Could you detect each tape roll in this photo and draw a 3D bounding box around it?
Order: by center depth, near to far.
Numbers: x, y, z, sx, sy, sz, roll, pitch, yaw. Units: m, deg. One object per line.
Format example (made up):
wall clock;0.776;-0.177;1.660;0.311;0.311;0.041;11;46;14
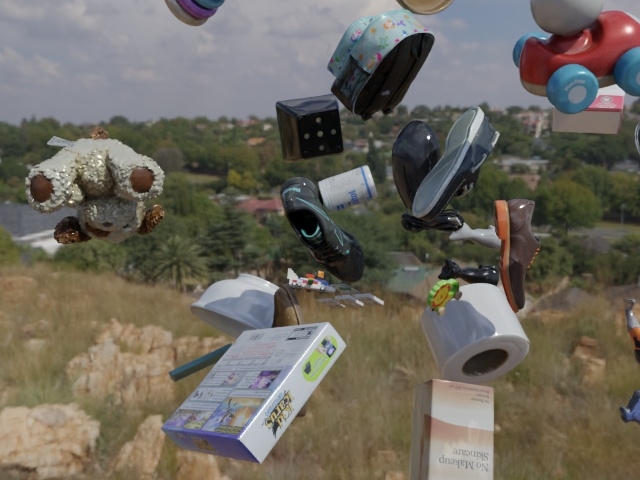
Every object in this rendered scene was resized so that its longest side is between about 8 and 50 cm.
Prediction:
tape roll;0.406;0.254;1.701;0.245;0.246;0.169;-4;48;-14

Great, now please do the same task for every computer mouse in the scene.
computer mouse;0.229;-0.143;1.504;0.072;0.273;0.188;-20;14;-39

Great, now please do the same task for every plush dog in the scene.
plush dog;-0.451;-0.094;1.332;0.262;0.226;0.211;-8;37;-11

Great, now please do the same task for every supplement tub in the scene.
supplement tub;0.056;-0.104;1.295;0.107;0.071;0.071;-19;10;6

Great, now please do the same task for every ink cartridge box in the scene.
ink cartridge box;0.662;-0.371;1.571;0.158;0.092;0.218;7;59;24

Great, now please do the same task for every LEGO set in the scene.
LEGO set;0.031;0.122;1.706;0.182;0.060;0.244;-9;-27;38

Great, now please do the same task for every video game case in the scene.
video game case;-0.117;0.251;1.086;0.269;0.061;0.244;-15;27;51

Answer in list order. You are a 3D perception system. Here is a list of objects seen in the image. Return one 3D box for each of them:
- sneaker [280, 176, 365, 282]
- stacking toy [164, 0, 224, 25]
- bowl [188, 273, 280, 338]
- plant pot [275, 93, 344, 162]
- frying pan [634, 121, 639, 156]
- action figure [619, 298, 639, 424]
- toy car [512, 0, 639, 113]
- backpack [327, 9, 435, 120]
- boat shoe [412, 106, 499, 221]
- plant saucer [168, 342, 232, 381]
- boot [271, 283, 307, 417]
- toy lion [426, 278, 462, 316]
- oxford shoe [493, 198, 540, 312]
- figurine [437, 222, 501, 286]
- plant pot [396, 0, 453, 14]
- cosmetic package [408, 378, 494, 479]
sneaker;0.000;0.000;1.297;0.101;0.267;0.106;-30;25;18
stacking toy;-0.212;-0.624;1.460;0.330;0.141;0.141;-18;-1;37
bowl;-0.170;0.175;1.615;0.297;0.134;0.298;21;-19;8
plant pot;-0.017;-0.322;1.884;0.187;0.188;0.167;-11;18;-11
frying pan;0.682;-0.103;1.114;0.197;0.326;0.053;-17;-25;-25
action figure;0.799;0.311;1.391;0.340;0.331;0.178;8;-8;1
toy car;0.421;-0.365;1.029;0.210;0.238;0.219;-13;34;6
backpack;0.157;-0.462;1.618;0.225;0.191;0.253;-21;-21;-42
boat shoe;0.291;-0.147;1.326;0.091;0.303;0.114;40;-23;-16
plant saucer;-0.335;0.348;1.815;0.191;0.018;0.067;-23;-25;-17
boot;-0.096;0.250;1.410;0.115;0.306;0.112;-3;7;-19
toy lion;0.291;0.126;1.516;0.100;0.096;0.034;-39;50;-20
oxford shoe;0.461;0.038;1.472;0.098;0.272;0.097;-7;17;10
figurine;0.490;0.042;2.075;0.209;0.215;0.092;10;7;-24
plant pot;0.251;-0.705;1.644;0.237;0.238;0.109;-8;21;-27
cosmetic package;0.282;0.464;1.384;0.153;0.297;0.129;9;-22;-9
